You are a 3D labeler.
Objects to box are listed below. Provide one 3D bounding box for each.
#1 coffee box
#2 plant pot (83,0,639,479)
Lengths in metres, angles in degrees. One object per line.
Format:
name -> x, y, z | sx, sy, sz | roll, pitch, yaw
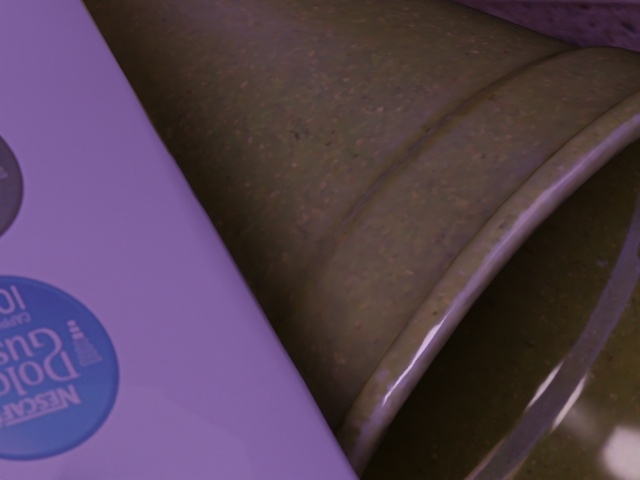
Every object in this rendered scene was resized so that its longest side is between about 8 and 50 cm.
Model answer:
coffee box -> -0.222, 0.114, 0.446 | 0.337, 0.338, 0.334 | -17, 63, -31
plant pot -> 0.000, 0.000, 0.583 | 0.276, 0.276, 0.254 | -28, 52, -37
